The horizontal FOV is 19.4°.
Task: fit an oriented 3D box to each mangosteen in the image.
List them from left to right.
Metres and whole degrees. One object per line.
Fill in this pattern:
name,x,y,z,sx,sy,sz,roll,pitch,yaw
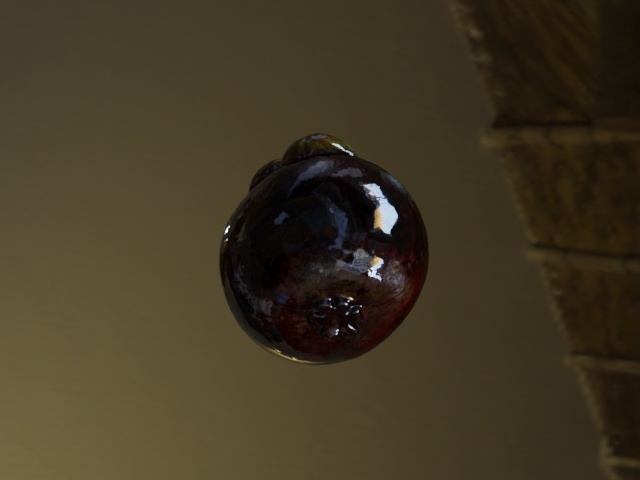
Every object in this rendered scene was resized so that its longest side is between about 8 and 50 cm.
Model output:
mangosteen,0.000,0.000,1.088,0.140,0.140,0.140,-8,-103,38
